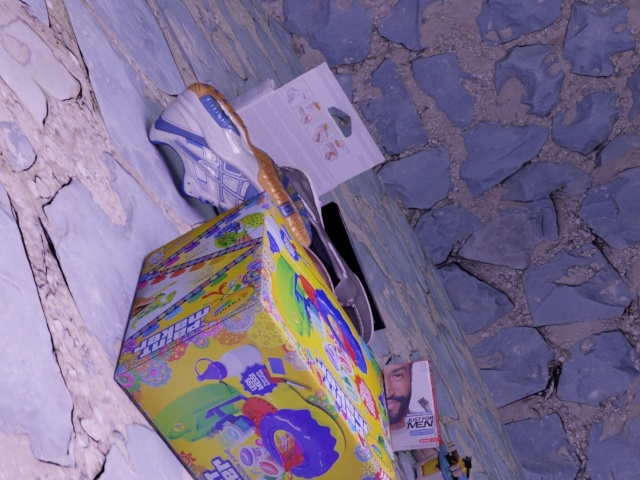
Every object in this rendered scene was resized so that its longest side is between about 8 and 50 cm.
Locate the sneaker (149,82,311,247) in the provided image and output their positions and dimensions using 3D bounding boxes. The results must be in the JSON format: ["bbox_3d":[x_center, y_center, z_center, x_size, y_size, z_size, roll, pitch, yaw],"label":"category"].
[{"bbox_3d":[-0.133,-0.086,1.520,0.296,0.131,0.112,54,13,3],"label":"sneaker"}]

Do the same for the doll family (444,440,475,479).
[{"bbox_3d":[0.311,0.527,2.309,0.193,0.076,0.111,-85,150,-63],"label":"doll family"}]

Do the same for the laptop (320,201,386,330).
[{"bbox_3d":[0.060,0.045,1.855,0.264,0.136,0.234,-18,87,-66],"label":"laptop"}]

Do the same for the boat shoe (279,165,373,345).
[{"bbox_3d":[-0.018,0.040,1.684,0.335,0.112,0.095,67,27,-4],"label":"boat shoe"}]

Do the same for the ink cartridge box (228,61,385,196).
[{"bbox_3d":[-0.036,-0.214,2.066,0.275,0.239,0.060,55,12,-35],"label":"ink cartridge box"}]

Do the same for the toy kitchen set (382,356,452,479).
[{"bbox_3d":[0.209,0.373,2.050,0.207,0.122,0.166,59,11,-15],"label":"toy kitchen set"}]

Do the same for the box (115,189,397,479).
[{"bbox_3d":[-0.064,0.148,1.163,0.290,0.177,0.279,57,12,-23],"label":"box"}]

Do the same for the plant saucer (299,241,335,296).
[{"bbox_3d":[-0.067,0.091,1.435,0.198,0.036,0.199,8,75,-34],"label":"plant saucer"}]

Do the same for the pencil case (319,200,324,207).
[{"bbox_3d":[0.000,0.000,2.076,0.088,0.086,0.206,98,-29,-53],"label":"pencil case"}]

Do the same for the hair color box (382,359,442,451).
[{"bbox_3d":[0.179,0.322,1.989,0.053,0.093,0.167,30,52,-74],"label":"hair color box"}]

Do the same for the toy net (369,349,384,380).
[{"bbox_3d":[0.057,0.180,2.035,0.232,0.045,0.122,61,11,-2],"label":"toy net"}]

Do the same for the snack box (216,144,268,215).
[{"bbox_3d":[-0.126,-0.091,1.801,0.187,0.060,0.322,65,11,11],"label":"snack box"}]
